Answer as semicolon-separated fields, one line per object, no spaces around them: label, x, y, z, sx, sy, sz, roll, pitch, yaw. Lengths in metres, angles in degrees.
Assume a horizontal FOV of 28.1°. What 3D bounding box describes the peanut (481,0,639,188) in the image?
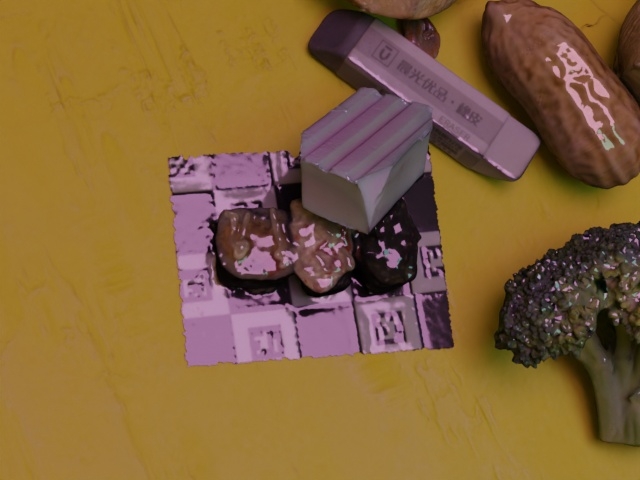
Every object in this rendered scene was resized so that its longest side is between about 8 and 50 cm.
peanut;0.341;-0.216;1.799;0.140;0.153;0.325;-40;76;19

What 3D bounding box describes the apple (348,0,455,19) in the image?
apple;0.101;-0.485;1.766;0.309;0.252;0.314;40;72;18

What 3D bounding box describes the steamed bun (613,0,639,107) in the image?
steamed bun;0.483;-0.250;1.847;0.231;0.110;0.212;44;34;-42

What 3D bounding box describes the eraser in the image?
eraser;0.144;-0.205;1.791;0.352;0.061;0.089;35;70;-2

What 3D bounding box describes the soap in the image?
soap;0.056;-0.105;1.657;0.145;0.091;0.230;20;38;25

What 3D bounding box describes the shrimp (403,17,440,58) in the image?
shrimp;0.146;-0.306;1.841;0.059;0.023;0.108;5;73;-22

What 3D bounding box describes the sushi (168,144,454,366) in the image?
sushi;0.000;0.000;1.676;0.373;0.100;0.296;-3;75;-14

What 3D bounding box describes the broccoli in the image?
broccoli;0.418;0.112;1.665;0.375;0.249;0.302;-2;72;-19
